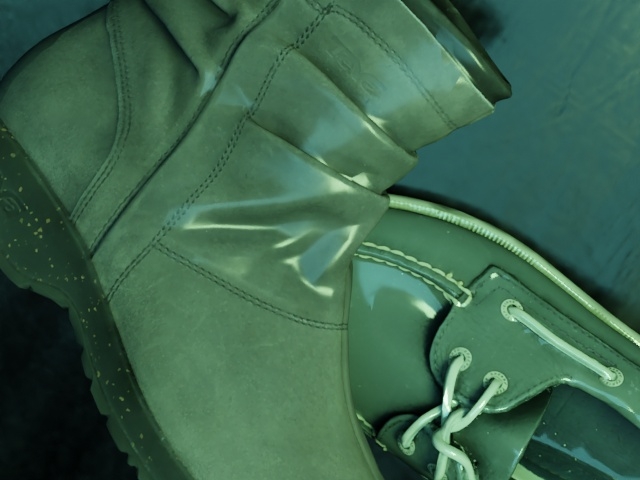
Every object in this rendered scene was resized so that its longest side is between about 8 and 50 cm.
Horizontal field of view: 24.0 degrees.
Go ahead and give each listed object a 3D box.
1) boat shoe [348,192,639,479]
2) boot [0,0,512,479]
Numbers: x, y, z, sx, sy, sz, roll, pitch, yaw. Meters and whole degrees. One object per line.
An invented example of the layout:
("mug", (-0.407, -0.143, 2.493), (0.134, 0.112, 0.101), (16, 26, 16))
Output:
("boat shoe", (0.089, 0.074, 0.716), (0.319, 0.099, 0.116), (27, 110, -1))
("boot", (0.000, 0.000, 0.642), (0.223, 0.118, 0.338), (-41, 80, 8))
